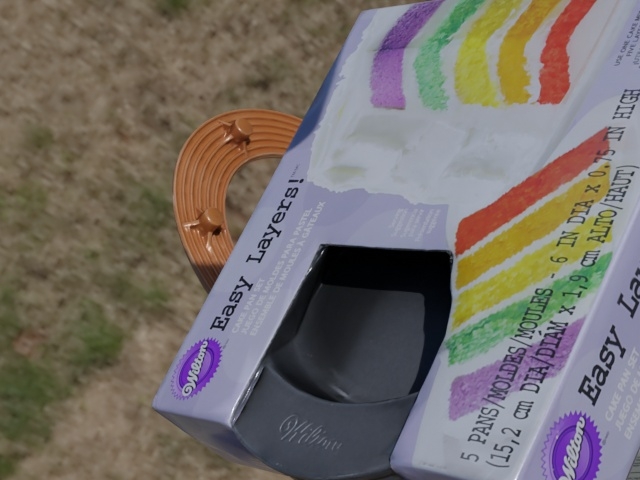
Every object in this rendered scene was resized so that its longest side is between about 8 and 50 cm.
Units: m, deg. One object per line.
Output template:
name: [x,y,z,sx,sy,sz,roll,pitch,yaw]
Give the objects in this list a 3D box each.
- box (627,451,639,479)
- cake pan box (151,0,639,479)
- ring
box: [0.380,0.247,1.364,0.127,0.232,0.149,-46,17,-31]
cake pan box: [0.062,0.002,0.641,0.246,0.070,0.266,3,60,52]
ring: [0.000,0.000,1.404,0.032,0.337,0.336,-42,39,39]
